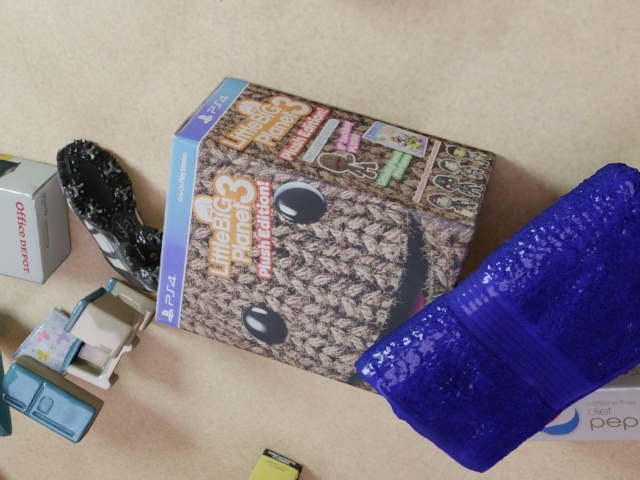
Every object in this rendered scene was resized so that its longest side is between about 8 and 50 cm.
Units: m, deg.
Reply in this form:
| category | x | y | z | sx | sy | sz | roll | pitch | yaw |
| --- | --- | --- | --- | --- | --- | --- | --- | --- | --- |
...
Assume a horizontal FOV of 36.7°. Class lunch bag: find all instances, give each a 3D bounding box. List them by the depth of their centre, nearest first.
| category | x | y | z | sx | sy | sz | roll | pitch | yaw |
| --- | --- | --- | --- | --- | --- | --- | --- | --- | --- |
| lunch bag | -0.340 | 0.137 | 1.242 | 0.071 | 0.053 | 0.083 | 40 | 100 | -8 |

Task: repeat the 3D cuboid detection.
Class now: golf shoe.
| category | x | y | z | sx | sy | sz | roll | pitch | yaw |
| --- | --- | --- | --- | --- | --- | --- | --- | --- | --- |
| golf shoe | -0.237 | -0.019 | 1.090 | 0.198 | 0.077 | 0.094 | 56 | 150 | 2 |

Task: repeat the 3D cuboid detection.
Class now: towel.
| category | x | y | z | sx | sy | sz | roll | pitch | yaw |
| --- | --- | --- | --- | --- | --- | --- | --- | --- | --- |
| towel | 0.212 | 0.088 | 0.899 | 0.308 | 0.076 | 0.227 | -41 | 132 | 12 |

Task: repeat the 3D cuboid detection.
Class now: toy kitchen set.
| category | x | y | z | sx | sy | sz | roll | pitch | yaw |
| --- | --- | --- | --- | --- | --- | --- | --- | --- | --- |
| toy kitchen set | -0.301 | 0.140 | 1.130 | 0.122 | 0.166 | 0.207 | 30 | 98 | -1 |

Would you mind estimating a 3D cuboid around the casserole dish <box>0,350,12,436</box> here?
| category | x | y | z | sx | sy | sz | roll | pitch | yaw |
| --- | --- | --- | --- | --- | --- | --- | --- | --- | --- |
| casserole dish | -0.432 | 0.167 | 1.222 | 0.037 | 0.188 | 0.114 | -17 | 146 | -7 |

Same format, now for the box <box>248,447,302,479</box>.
| category | x | y | z | sx | sy | sz | roll | pitch | yaw |
| --- | --- | --- | --- | --- | --- | --- | --- | --- | --- |
| box | -0.093 | 0.371 | 1.195 | 0.058 | 0.232 | 0.087 | 22 | 125 | 8 |

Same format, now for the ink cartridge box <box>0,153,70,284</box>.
| category | x | y | z | sx | sy | sz | roll | pitch | yaw |
| --- | --- | --- | --- | --- | --- | --- | --- | --- | --- |
| ink cartridge box | -0.390 | -0.034 | 1.137 | 0.175 | 0.072 | 0.127 | 13 | 124 | 11 |

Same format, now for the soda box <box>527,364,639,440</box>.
| category | x | y | z | sx | sy | sz | roll | pitch | yaw |
| --- | --- | --- | --- | --- | --- | --- | --- | --- | --- |
| soda box | 0.288 | 0.164 | 1.029 | 0.216 | 0.069 | 0.074 | -6 | 119 | 22 |

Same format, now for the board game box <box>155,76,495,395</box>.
| category | x | y | z | sx | sy | sz | roll | pitch | yaw |
| --- | --- | --- | --- | --- | --- | --- | --- | --- | --- |
| board game box | 0.000 | 0.000 | 0.979 | 0.291 | 0.141 | 0.232 | 17 | 125 | 8 |
